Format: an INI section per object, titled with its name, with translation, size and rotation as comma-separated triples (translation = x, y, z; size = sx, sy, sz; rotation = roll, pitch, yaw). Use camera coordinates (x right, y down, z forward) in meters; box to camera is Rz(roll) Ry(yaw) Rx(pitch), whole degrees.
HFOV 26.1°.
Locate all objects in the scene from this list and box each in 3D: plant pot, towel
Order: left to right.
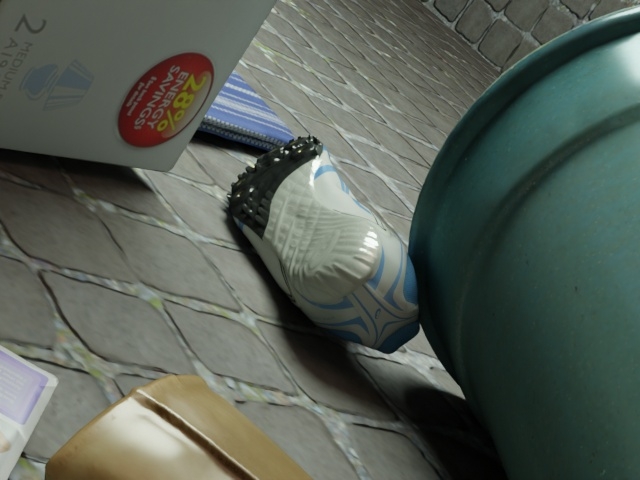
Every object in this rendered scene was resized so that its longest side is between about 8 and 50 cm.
[towel]
translation = -0.178, -0.188, 1.154
size = 0.336, 0.040, 0.243
rotation = 46, 17, 24
[plant pot]
translation = 0.235, 0.090, 0.753
size = 0.341, 0.341, 0.334
rotation = 30, 25, -21

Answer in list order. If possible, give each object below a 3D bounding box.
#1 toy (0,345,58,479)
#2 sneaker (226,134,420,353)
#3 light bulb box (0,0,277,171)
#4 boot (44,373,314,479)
[toy]
translation = -0.165, 0.051, 0.463
size = 0.137, 0.056, 0.237
rotation = 33, 17, -9
[sneaker]
translation = 0.000, 0.000, 0.927
size = 0.086, 0.085, 0.237
rotation = 58, 0, -31
[light bulb box]
translation = -0.179, -0.292, 0.847
size = 0.361, 0.358, 0.225
rotation = 43, 19, 26
[boot]
translation = 0.005, 0.164, 0.462
size = 0.269, 0.089, 0.236
rotation = 40, 6, 12
